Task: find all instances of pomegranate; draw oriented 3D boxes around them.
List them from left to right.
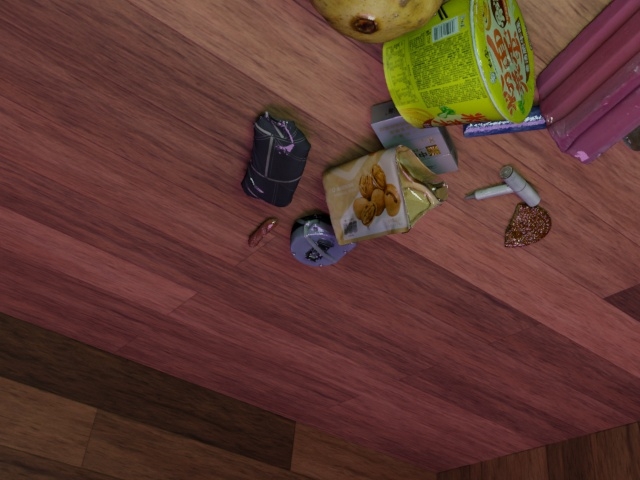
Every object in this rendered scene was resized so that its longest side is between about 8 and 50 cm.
[{"bbox_3d":[0.099,-0.504,1.307,0.281,0.281,0.281,4,145,3],"label":"pomegranate"}]

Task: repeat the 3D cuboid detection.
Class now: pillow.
[{"bbox_3d":[-0.121,-0.210,1.901,0.161,0.093,0.335,15,143,-6],"label":"pillow"}]

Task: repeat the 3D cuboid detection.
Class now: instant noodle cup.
[{"bbox_3d":[0.284,-0.368,1.468,0.221,0.312,0.311,-7,144,36],"label":"instant noodle cup"}]

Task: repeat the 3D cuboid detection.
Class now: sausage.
[{"bbox_3d":[-0.183,-0.025,2.226,0.036,0.042,0.158,52,134,3],"label":"sausage"}]

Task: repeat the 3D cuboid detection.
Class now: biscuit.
[{"bbox_3d":[0.612,-0.037,2.088,0.125,0.025,0.206,4,145,3],"label":"biscuit"}]

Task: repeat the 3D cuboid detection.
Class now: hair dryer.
[{"bbox_3d":[0.492,-0.128,1.974,0.183,0.044,0.155,-21,136,40],"label":"hair dryer"}]

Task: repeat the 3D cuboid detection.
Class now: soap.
[{"bbox_3d":[0.610,-0.351,1.458,0.128,0.233,0.359,16,145,-18],"label":"soap"}]

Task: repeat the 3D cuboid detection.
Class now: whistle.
[{"bbox_3d":[0.497,-0.293,1.715,0.304,0.062,0.062,-5,144,15],"label":"whistle"}]

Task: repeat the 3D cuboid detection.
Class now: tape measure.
[{"bbox_3d":[-0.003,0.003,2.176,0.182,0.107,0.181,17,137,-20],"label":"tape measure"}]

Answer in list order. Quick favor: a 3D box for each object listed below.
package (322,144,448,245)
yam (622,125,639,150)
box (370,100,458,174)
[{"bbox_3d":[0.170,-0.120,1.876,0.165,0.222,0.311,-12,178,-37],"label":"package"},{"bbox_3d":[0.796,-0.297,1.603,0.093,0.093,0.259,19,152,-18],"label":"yam"},{"bbox_3d":[0.242,-0.256,1.798,0.155,0.067,0.243,-11,142,26],"label":"box"}]
